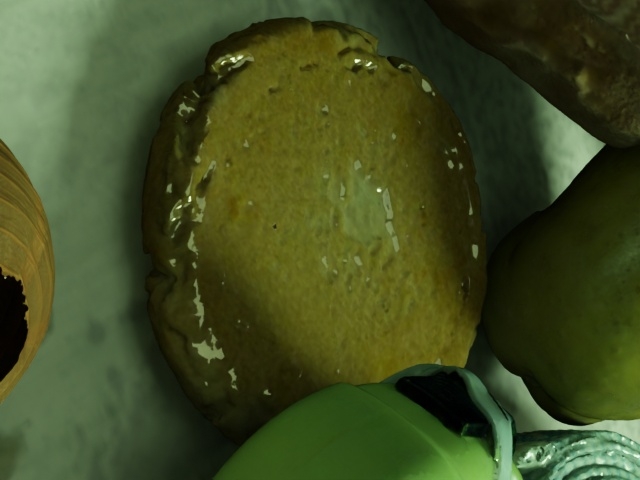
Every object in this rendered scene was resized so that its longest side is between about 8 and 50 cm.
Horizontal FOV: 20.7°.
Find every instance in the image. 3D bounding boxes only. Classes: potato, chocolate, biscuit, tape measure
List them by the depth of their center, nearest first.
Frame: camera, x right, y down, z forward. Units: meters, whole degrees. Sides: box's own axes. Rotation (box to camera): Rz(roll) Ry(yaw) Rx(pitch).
[{"bbox_3d":[0.014,0.139,0.744,0.200,0.106,0.175,-35,137,-21],"label":"tape measure"},{"bbox_3d":[0.000,0.000,0.822,0.226,0.042,0.226,9,76,-44],"label":"biscuit"},{"bbox_3d":[0.128,-0.145,0.891,0.214,0.093,0.148,41,56,2],"label":"chocolate"},{"bbox_3d":[0.178,0.009,0.916,0.200,0.137,0.154,-43,155,-7],"label":"potato"}]

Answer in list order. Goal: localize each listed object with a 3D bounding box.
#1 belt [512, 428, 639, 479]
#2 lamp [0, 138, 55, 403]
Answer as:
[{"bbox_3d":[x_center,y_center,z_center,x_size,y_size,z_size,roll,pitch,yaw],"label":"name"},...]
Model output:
[{"bbox_3d":[0.141,0.170,0.915,0.163,0.082,0.148,0,79,-48],"label":"belt"},{"bbox_3d":[-0.158,0.011,0.591,0.136,0.136,0.136,10,76,-45],"label":"lamp"}]
